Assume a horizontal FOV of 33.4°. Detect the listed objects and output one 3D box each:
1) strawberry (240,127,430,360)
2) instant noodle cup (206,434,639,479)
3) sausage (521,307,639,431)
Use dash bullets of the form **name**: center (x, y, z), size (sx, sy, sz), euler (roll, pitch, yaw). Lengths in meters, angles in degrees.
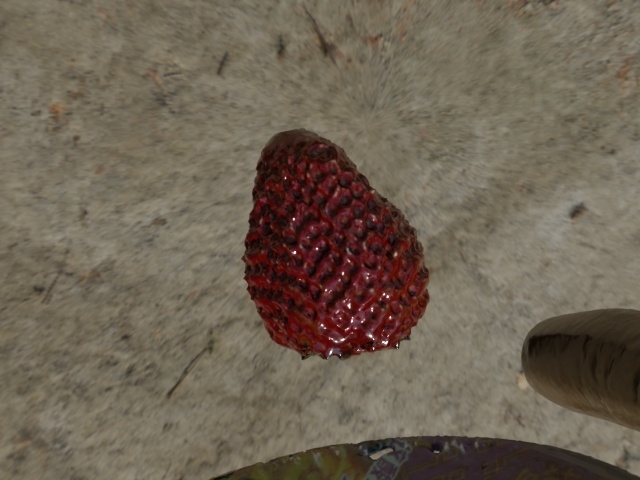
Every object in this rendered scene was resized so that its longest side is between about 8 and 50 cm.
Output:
- **strawberry**: center (0.000, 0.000, 1.582), size (0.267, 0.312, 0.351), euler (-26, 106, -11)
- **instant noodle cup**: center (0.018, 0.270, 0.414), size (0.340, 0.340, 0.266), euler (-13, 108, 4)
- **sausage**: center (0.348, 0.145, 1.082), size (0.123, 0.501, 0.136), euler (-5, 99, -19)
